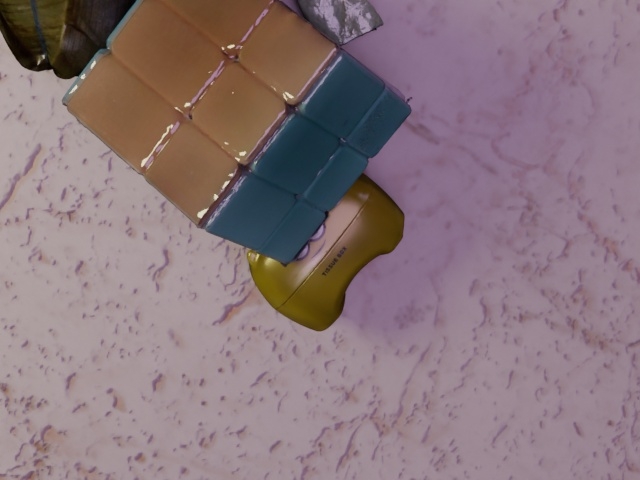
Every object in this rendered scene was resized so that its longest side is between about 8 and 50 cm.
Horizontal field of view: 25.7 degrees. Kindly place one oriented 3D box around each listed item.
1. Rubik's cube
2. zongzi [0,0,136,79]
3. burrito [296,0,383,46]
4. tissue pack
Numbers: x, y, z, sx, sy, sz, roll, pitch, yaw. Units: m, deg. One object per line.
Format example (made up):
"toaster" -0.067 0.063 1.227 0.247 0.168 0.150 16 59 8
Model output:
"Rubik's cube" -0.080 -0.141 1.441 0.221 0.231 0.224 41 96 24
"zongzi" -0.170 -0.362 1.360 0.432 0.208 0.403 -1 113 29
"burrito" 0.011 -0.269 1.550 0.074 0.044 0.118 -31 108 0
"tissue pack" 0.000 0.000 1.579 0.127 0.123 0.178 38 99 -12
